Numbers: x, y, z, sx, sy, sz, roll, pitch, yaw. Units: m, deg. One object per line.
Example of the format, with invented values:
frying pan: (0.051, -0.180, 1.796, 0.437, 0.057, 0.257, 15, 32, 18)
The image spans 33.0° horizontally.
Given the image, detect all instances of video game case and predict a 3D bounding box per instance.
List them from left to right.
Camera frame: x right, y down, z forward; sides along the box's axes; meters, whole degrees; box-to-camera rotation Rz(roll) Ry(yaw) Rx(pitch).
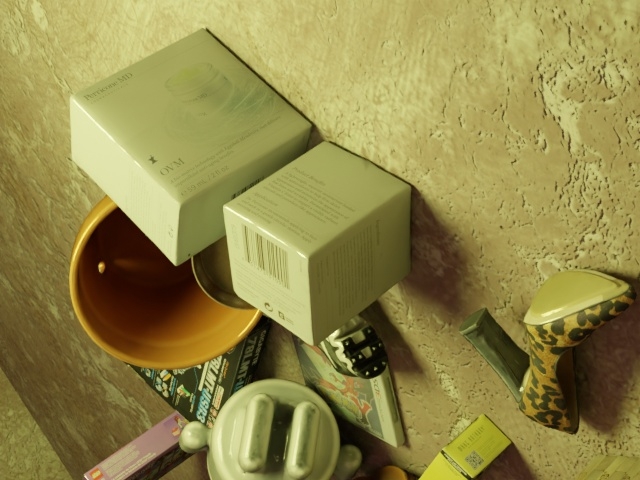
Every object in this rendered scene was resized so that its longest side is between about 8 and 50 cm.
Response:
video game case: (0.037, 0.210, 1.657, 0.201, 0.023, 0.183, 21, 135, 44)

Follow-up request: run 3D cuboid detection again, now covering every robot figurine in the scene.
robot figurine: (-0.080, 0.341, 1.746, 0.300, 0.199, 0.353, 14, 159, -4)

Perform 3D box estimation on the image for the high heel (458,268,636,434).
high heel: (0.290, 0.129, 1.181, 0.186, 0.093, 0.261, 47, 148, -9)

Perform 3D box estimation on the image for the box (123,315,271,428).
box: (-0.237, 0.166, 1.885, 0.293, 0.073, 0.295, 36, 133, 22)

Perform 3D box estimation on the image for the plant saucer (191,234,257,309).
plant saucer: (-0.098, 0.016, 1.514, 0.029, 0.169, 0.168, -127, 15, -67)

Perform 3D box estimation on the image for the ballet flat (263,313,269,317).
ballet flat: (-0.059, 0.092, 1.633, 0.068, 0.072, 0.213, 56, 150, -11)

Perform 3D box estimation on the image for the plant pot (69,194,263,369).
plant pot: (-0.231, 0.020, 1.610, 0.203, 0.291, 0.290, -126, 16, -64)

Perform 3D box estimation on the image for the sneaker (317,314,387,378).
sneaker: (0.006, 0.091, 1.504, 0.106, 0.078, 0.234, -29, 86, 59)

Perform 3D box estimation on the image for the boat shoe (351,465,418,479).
boat shoe: (0.109, 0.402, 1.707, 0.073, 0.073, 0.207, 22, 159, -18)

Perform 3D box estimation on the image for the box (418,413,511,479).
box: (0.183, 0.331, 1.509, 0.058, 0.087, 0.232, 46, 147, 16)

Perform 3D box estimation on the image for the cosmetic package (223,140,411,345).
cosmetic package: (0.000, 0.000, 1.346, 0.151, 0.184, 0.151, 32, 142, 34)

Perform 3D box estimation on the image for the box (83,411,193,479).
box: (-0.338, 0.431, 2.130, 0.057, 0.293, 0.201, 49, 149, 15)

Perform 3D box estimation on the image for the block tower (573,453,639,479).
block tower: (0.404, 0.302, 1.165, 0.335, 0.097, 0.090, -10, 111, 55)

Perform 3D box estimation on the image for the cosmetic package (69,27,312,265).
cosmetic package: (-0.173, -0.129, 1.424, 0.225, 0.224, 0.138, 42, 148, 21)
